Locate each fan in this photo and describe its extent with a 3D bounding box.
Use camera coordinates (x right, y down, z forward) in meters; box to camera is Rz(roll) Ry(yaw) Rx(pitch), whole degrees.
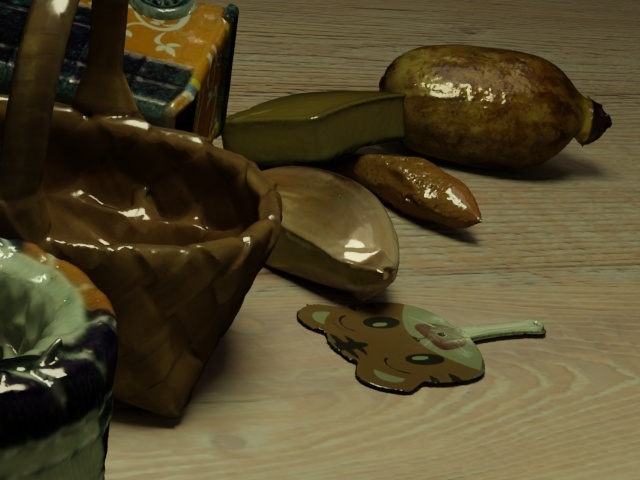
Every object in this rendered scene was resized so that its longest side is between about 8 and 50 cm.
[{"bbox_3d":[0.101,0.082,1.439,0.226,0.008,0.152,-4,26,-32],"label":"fan"}]

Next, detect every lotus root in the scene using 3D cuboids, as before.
[{"bbox_3d":[0.189,-0.144,1.882,0.260,0.128,0.145,5,36,-4],"label":"lotus root"}]

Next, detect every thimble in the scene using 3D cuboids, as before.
[{"bbox_3d":[-0.242,0.092,1.042,0.237,0.150,0.237,9,23,-4],"label":"thimble"}]

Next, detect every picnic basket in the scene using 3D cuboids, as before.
[{"bbox_3d":[-0.186,-0.076,1.262,0.337,0.337,0.293,13,22,2],"label":"picnic basket"}]

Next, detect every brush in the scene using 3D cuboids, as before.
[{"bbox_3d":[-0.004,-0.116,1.760,0.123,0.059,0.197,0,12,31],"label":"brush"}]

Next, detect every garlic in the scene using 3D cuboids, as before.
[{"bbox_3d":[0.003,-0.008,1.514,0.195,0.087,0.101,27,40,31],"label":"garlic"}]

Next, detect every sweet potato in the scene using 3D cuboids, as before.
[{"bbox_3d":[0.084,-0.057,1.708,0.206,0.060,0.068,20,-13,45],"label":"sweet potato"}]

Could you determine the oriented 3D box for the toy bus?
[{"bbox_3d":[-0.254,-0.151,1.574,0.323,0.162,0.194,14,44,4],"label":"toy bus"}]
